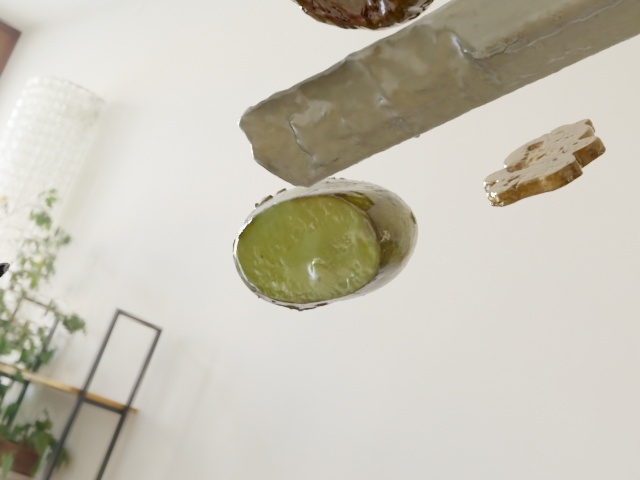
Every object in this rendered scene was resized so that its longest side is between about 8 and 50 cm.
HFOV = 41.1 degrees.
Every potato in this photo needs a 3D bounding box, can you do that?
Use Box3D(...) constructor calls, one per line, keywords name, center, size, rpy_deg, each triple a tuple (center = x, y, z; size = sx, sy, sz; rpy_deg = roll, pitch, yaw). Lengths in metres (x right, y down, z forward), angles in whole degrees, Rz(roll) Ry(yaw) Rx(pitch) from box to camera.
Box3D(name="potato", center=(0.000, 0.000, 0.916), size=(0.141, 0.176, 0.298), rpy_deg=(64, -23, 0))

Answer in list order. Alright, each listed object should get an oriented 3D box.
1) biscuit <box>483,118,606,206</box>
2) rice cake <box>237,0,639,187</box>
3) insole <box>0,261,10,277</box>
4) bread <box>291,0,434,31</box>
Box3D(name="biscuit", center=(0.333, -0.114, 1.266), size=(0.184, 0.249, 0.035), rpy_deg=(-21, -75, 29))
Box3D(name="rice cake", center=(0.070, -0.089, 0.401), size=(0.256, 0.052, 0.057), rpy_deg=(-22, -30, 32))
Box3D(name="insole", center=(-0.431, 0.076, 0.887), size=(0.003, 0.232, 0.080), rpy_deg=(56, -33, 8))
Box3D(name="bread", center=(0.037, -0.323, 0.873), size=(0.230, 0.123, 0.230), rpy_deg=(25, -28, 14))
